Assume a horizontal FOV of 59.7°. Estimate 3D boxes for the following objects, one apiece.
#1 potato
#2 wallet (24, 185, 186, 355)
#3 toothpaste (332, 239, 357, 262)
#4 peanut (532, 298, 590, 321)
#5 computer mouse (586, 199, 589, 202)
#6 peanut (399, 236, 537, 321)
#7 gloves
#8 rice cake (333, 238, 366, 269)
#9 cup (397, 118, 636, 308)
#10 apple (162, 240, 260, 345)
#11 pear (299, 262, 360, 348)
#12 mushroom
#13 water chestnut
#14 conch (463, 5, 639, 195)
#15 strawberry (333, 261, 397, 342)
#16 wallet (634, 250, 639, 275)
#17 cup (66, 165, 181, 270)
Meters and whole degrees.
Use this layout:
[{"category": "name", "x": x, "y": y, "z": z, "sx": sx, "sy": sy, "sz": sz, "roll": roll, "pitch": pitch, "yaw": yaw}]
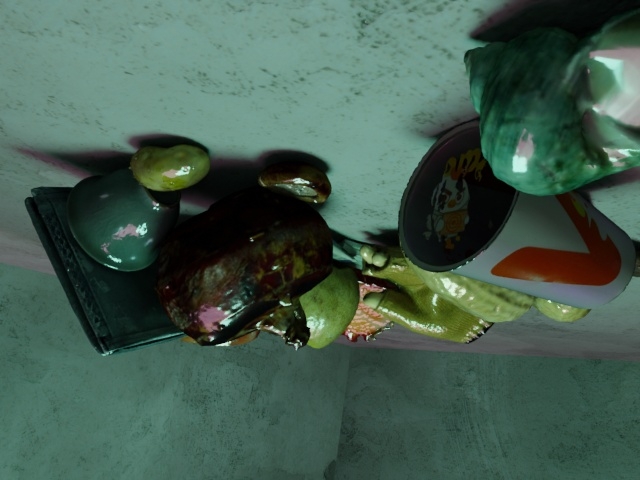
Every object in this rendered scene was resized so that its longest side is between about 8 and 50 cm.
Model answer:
[{"category": "potato", "x": -0.247, "y": -0.118, "z": 0.910, "sx": 0.137, "sy": 0.070, "sz": 0.091, "roll": 0, "pitch": 164, "yaw": 27}, {"category": "wallet", "x": -0.389, "y": 0.052, "z": 1.059, "sx": 0.075, "sy": 0.342, "sz": 0.237, "roll": -39, "pitch": 164, "yaw": 27}, {"category": "toothpaste", "x": 0.000, "y": 0.000, "z": 1.215, "sx": 0.062, "sy": 0.037, "sz": 0.216, "roll": 2, "pitch": 154, "yaw": 43}, {"category": "peanut", "x": 0.501, "y": 0.103, "z": 1.157, "sx": 0.129, "sy": 0.129, "sz": 0.224, "roll": 6, "pitch": -176, "yaw": 9}, {"category": "computer mouse", "x": 0.372, "y": -0.015, "z": 0.934, "sx": 0.126, "sy": 0.071, "sz": 0.231, "roll": 7, "pitch": 165, "yaw": 6}, {"category": "peanut", "x": 0.288, "y": 0.051, "z": 1.046, "sx": 0.158, "sy": 0.174, "sz": 0.340, "roll": -26, "pitch": 145, "yaw": 36}, {"category": "gloves", "x": 0.232, "y": 0.103, "z": 1.238, "sx": 0.356, "sy": 0.155, "sz": 0.203, "roll": 29, "pitch": 118, "yaw": -19}, {"category": "rice cake", "x": 0.140, "y": 0.049, "z": 1.349, "sx": 0.237, "sy": 0.043, "sz": 0.127, "roll": 13, "pitch": 165, "yaw": -13}, {"category": "cup", "x": 0.274, "y": -0.012, "z": 0.737, "sx": 0.288, "sy": 0.203, "sz": 0.203, "roll": 22, "pitch": 160, "yaw": -29}, {"category": "apple", "x": -0.275, "y": 0.114, "z": 1.351, "sx": 0.364, "sy": 0.295, "sz": 0.329, "roll": 13, "pitch": 160, "yaw": 16}, {"category": "pear", "x": -0.002, "y": 0.140, "z": 1.336, "sx": 0.188, "sy": 0.211, "sz": 0.228, "roll": 34, "pitch": -167, "yaw": 10}, {"category": "mushroom", "x": -0.041, "y": -0.098, "z": 0.906, "sx": 0.123, "sy": 0.052, "sz": 0.123, "roll": 14, "pitch": 170, "yaw": 3}, {"category": "water chestnut", "x": -0.123, "y": 0.073, "z": 1.027, "sx": 0.350, "sy": 0.302, "sz": 0.350, "roll": -31, "pitch": 174, "yaw": -3}, {"category": "conch", "x": 0.229, "y": -0.131, "z": 0.504, "sx": 0.202, "sy": 0.134, "sz": 0.196, "roll": 14, "pitch": 124, "yaw": 3}, {"category": "strawberry", "x": 0.092, "y": 0.153, "z": 1.560, "sx": 0.280, "sy": 0.150, "sz": 0.253, "roll": 17, "pitch": 133, "yaw": -7}, {"category": "wallet", "x": 0.559, "y": 0.036, "z": 1.060, "sx": 0.230, "sy": 0.042, "sz": 0.124, "roll": 11, "pitch": 174, "yaw": -15}, {"category": "cup", "x": -0.330, "y": -0.062, "z": 1.014, "sx": 0.150, "sy": 0.199, "sz": 0.199, "roll": -28, "pitch": 145, "yaw": 31}]
